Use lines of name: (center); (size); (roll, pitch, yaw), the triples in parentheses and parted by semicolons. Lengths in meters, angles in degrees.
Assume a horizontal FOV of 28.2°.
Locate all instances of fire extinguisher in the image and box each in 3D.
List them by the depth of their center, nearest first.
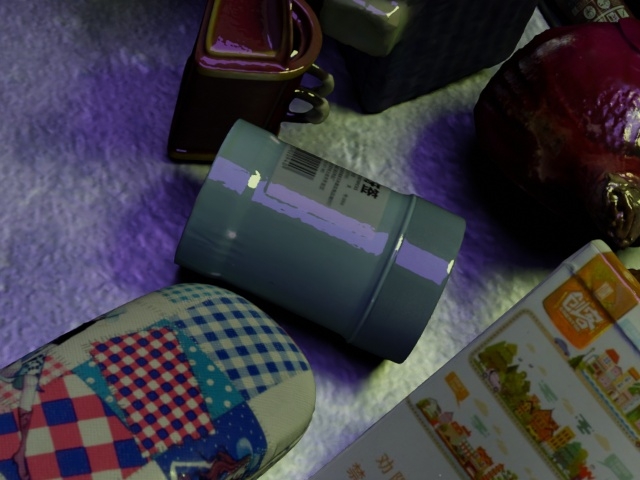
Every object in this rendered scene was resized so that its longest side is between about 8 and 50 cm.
fire extinguisher: (0.213, -0.173, 0.981); (0.064, 0.043, 0.158); (-36, 69, 14)

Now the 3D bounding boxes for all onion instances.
onion: (0.195, -0.069, 0.817); (0.173, 0.135, 0.198); (24, 17, -8)

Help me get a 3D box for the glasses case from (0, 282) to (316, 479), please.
glasses case: (-0.133, 0.122, 0.664); (0.125, 0.076, 0.327); (42, 47, 19)

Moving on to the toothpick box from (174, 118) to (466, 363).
toothpick box: (0.000, 0.000, 0.782); (0.153, 0.101, 0.101); (25, 57, -1)

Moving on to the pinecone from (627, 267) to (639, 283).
pinecone: (0.199, 0.089, 0.758); (0.174, 0.173, 0.173); (7, 59, -12)

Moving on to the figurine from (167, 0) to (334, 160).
figurine: (-0.036, -0.106, 0.801); (0.098, 0.154, 0.082); (19, 62, -10)

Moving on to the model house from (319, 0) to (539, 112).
model house: (0.022, -0.256, 0.869); (0.312, 0.245, 0.280); (23, 65, 0)

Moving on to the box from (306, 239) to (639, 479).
box: (0.105, 0.114, 0.697); (0.122, 0.220, 0.032); (53, 20, 17)
